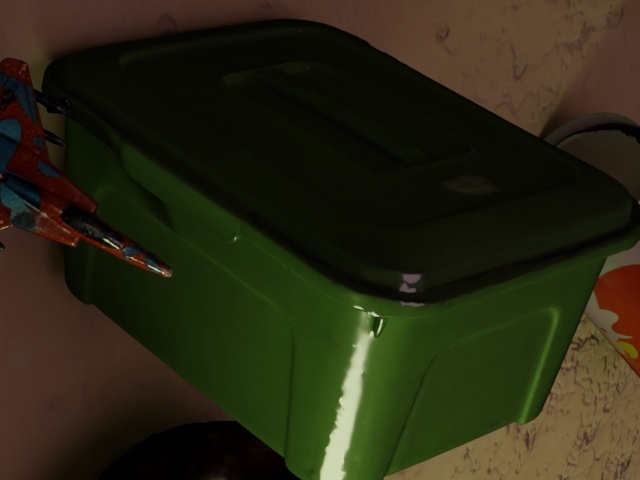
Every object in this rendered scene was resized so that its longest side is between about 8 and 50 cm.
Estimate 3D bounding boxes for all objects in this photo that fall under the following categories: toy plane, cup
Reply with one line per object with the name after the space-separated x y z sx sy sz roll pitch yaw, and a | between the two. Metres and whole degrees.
-0.168 -0.027 0.983 0.189 0.061 0.130 31 81 -3 | toy plane
0.293 0.021 1.466 0.288 0.203 0.203 39 78 -40 | cup

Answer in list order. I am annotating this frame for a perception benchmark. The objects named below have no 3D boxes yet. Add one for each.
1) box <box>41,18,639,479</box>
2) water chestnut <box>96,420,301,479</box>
0.000 0.000 1.049 0.253 0.329 0.177 -13 125 -41 | box
-0.036 0.268 1.154 0.300 0.300 0.300 -20 120 -39 | water chestnut
